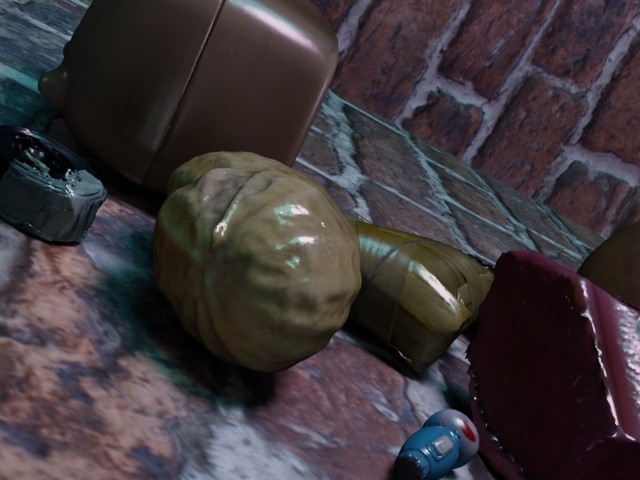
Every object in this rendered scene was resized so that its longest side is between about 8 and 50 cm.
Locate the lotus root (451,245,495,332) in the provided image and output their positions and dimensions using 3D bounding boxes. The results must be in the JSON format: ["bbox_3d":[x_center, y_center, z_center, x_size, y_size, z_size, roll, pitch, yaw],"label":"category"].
[{"bbox_3d":[0.242,0.117,1.502,0.329,0.078,0.167,41,-6,47],"label":"lotus root"}]

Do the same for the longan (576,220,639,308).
[{"bbox_3d":[0.471,0.106,1.568,0.319,0.319,0.319,28,13,-7],"label":"longan"}]

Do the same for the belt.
[{"bbox_3d":[-0.246,-0.052,1.088,0.105,0.058,0.140,10,24,-48],"label":"belt"}]

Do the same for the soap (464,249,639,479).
[{"bbox_3d":[0.227,0.123,1.153,0.112,0.182,0.289,24,39,-23],"label":"soap"}]

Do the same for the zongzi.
[{"bbox_3d":[0.057,0.026,1.346,0.256,0.115,0.228,30,16,13],"label":"zongzi"}]

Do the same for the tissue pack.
[{"bbox_3d":[-0.148,-0.203,1.411,0.277,0.267,0.387,25,14,-13],"label":"tissue pack"}]

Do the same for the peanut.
[{"bbox_3d":[-0.055,0.010,1.074,0.174,0.158,0.340,-1,10,0],"label":"peanut"}]

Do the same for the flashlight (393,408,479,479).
[{"bbox_3d":[0.091,0.172,1.009,0.051,0.051,0.129,34,19,17],"label":"flashlight"}]

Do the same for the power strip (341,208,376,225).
[{"bbox_3d":[0.000,0.000,1.446,0.093,0.053,0.288,36,15,21],"label":"power strip"}]
